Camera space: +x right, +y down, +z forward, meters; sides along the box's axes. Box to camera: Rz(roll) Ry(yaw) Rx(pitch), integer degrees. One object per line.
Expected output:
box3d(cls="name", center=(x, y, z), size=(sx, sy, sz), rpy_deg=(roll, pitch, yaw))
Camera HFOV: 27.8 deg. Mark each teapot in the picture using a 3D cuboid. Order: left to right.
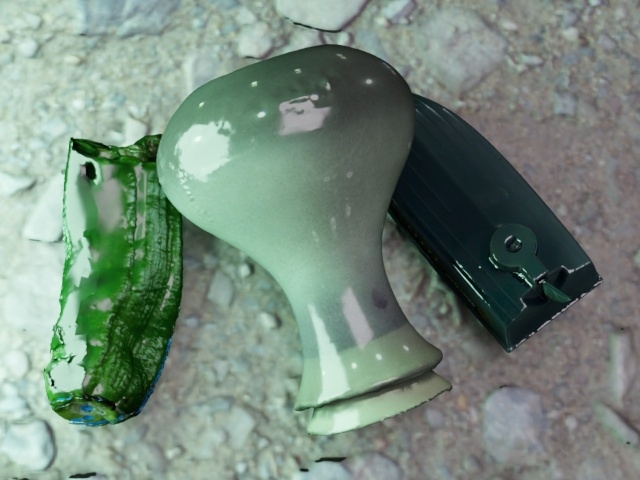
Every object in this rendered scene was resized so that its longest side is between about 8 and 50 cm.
box3d(cls="teapot", center=(0.000, 0.000, 0.891), size=(0.183, 0.183, 0.251), rpy_deg=(-19, 92, -15))

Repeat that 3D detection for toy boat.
box3d(cls="toy boat", center=(0.104, -0.028, 0.966), size=(0.093, 0.103, 0.246), rpy_deg=(-37, 67, -5))

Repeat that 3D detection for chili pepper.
box3d(cls="chili pepper", center=(-0.144, 0.020, 0.914), size=(0.098, 0.061, 0.224), rpy_deg=(14, 64, -25))
